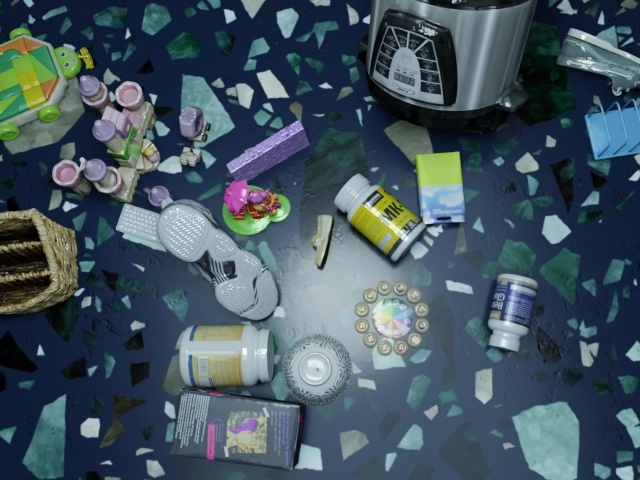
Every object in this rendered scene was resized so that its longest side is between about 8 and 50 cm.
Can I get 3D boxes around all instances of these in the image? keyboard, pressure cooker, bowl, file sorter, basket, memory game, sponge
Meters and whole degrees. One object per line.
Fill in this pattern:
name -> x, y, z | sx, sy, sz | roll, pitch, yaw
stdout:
keyboard -> -0.388, -0.023, 1.706 | 0.255, 0.014, 0.072 | 18, 80, 7
pressure cooker -> 0.292, -0.455, 1.555 | 0.375, 0.421, 0.370 | -4, 46, -7
bowl -> -0.010, 0.300, 1.583 | 0.170, 0.080, 0.170 | -1, 78, 3
file sorter -> 0.752, -0.277, 1.639 | 0.170, 0.104, 0.118 | -9, 79, 1
basket -> -0.759, 0.064, 1.606 | 0.299, 0.223, 0.214 | -6, 78, 1
memory game -> 0.172, 0.186, 1.628 | 0.186, 0.012, 0.186 | -1, 78, 3
sponge -> -0.127, -0.215, 1.675 | 0.210, 0.117, 0.031 | -31, 77, -2

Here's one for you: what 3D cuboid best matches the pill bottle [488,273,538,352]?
pill bottle -> 0.443, 0.170, 1.572 | 0.094, 0.094, 0.170 | 14, 79, 6

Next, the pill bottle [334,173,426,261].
pill bottle -> 0.140, -0.058, 1.626 | 0.208, 0.119, 0.119 | 41, 84, 10

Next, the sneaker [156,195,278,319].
sneaker -> -0.250, 0.030, 1.620 | 0.137, 0.210, 0.366 | -44, 117, 0

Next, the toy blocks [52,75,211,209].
toy blocks -> -0.468, -0.245, 1.624 | 0.308, 0.260, 0.289 | 12, 76, 6

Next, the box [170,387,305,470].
box -> -0.179, 0.421, 1.525 | 0.270, 0.165, 0.144 | 7, 78, 5

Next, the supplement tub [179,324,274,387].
supplement tub -> -0.214, 0.268, 1.569 | 0.199, 0.144, 0.145 | -1, 78, 4

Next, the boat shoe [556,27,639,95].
boat shoe -> 0.741, -0.415, 1.681 | 0.319, 0.116, 0.099 | 30, 109, 7

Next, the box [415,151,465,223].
box -> 0.295, -0.126, 1.668 | 0.108, 0.042, 0.178 | -4, 79, 4

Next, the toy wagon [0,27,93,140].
toy wagon -> -0.774, -0.432, 1.786 | 0.344, 0.068, 0.267 | -24, 78, -1

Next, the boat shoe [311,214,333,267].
boat shoe -> 0.000, 0.000, 1.661 | 0.045, 0.050, 0.135 | 9, 69, 9

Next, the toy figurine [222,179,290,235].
toy figurine -> -0.165, -0.092, 1.632 | 0.173, 0.159, 0.130 | -2, 78, 3
